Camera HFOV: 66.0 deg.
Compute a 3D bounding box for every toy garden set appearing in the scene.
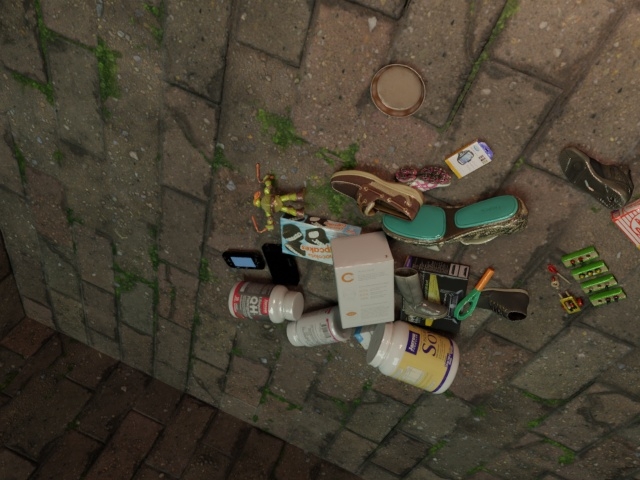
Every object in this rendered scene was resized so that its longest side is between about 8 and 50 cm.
[{"bbox_3d":[0.900,0.153,1.706,0.204,0.049,0.244,-28,113,39],"label":"toy garden set"}]

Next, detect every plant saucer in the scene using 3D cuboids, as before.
[{"bbox_3d":[0.237,-0.458,1.502,0.168,0.029,0.168,12,132,14],"label":"plant saucer"}]

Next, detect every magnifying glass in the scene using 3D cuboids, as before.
[{"bbox_3d":[0.579,0.204,1.848,0.092,0.026,0.231,10,114,-40],"label":"magnifying glass"}]

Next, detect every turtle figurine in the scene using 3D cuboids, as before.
[{"bbox_3d":[-0.168,-0.157,1.885,0.217,0.087,0.269,2,101,7],"label":"turtle figurine"}]

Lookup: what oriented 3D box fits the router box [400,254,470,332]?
[{"bbox_3d":[0.447,0.216,1.947,0.243,0.081,0.309,10,132,17],"label":"router box"}]

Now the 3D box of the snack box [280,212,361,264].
[{"bbox_3d":[0.000,0.000,1.984,0.322,0.060,0.187,13,133,14],"label":"snack box"}]

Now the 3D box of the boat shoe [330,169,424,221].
[{"bbox_3d":[0.177,-0.145,1.700,0.342,0.123,0.123,19,158,18],"label":"boat shoe"}]

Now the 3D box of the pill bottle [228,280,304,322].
[{"bbox_3d":[-0.245,0.285,2.263,0.318,0.176,0.176,3,129,22],"label":"pill bottle"}]

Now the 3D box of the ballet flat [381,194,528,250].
[{"bbox_3d":[0.457,-0.041,1.688,0.483,0.164,0.182,-7,145,27],"label":"ballet flat"}]

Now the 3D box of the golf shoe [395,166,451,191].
[{"bbox_3d":[0.350,-0.200,1.652,0.186,0.067,0.086,8,150,29],"label":"golf shoe"}]

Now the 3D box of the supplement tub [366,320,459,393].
[{"bbox_3d":[0.384,0.479,2.070,0.331,0.241,0.241,21,135,-4],"label":"supplement tub"}]

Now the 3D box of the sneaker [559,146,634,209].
[{"bbox_3d":[0.808,-0.196,1.435,0.227,0.130,0.087,47,144,21],"label":"sneaker"}]

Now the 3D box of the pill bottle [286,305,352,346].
[{"bbox_3d":[-0.009,0.401,2.264,0.283,0.160,0.160,-18,119,36],"label":"pill bottle"}]

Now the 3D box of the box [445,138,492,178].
[{"bbox_3d":[0.475,-0.262,1.562,0.136,0.028,0.081,-31,111,37],"label":"box"}]

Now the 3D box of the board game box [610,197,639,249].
[{"bbox_3d":[1.006,-0.047,1.487,0.193,0.045,0.147,41,133,-12],"label":"board game box"}]

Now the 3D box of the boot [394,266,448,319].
[{"bbox_3d":[0.379,0.197,1.866,0.189,0.076,0.208,0,121,24],"label":"boot"}]

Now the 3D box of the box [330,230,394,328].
[{"bbox_3d":[0.164,0.157,1.908,0.215,0.168,0.345,-8,132,-1],"label":"box"}]

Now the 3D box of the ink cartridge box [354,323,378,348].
[{"bbox_3d":[0.256,0.426,2.232,0.180,0.060,0.104,-20,117,36],"label":"ink cartridge box"}]

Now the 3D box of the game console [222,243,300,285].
[{"bbox_3d":[-0.272,0.106,2.214,0.361,0.044,0.213,2,129,24],"label":"game console"}]

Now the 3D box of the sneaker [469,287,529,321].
[{"bbox_3d":[0.661,0.244,1.847,0.222,0.118,0.083,-10,123,31],"label":"sneaker"}]
